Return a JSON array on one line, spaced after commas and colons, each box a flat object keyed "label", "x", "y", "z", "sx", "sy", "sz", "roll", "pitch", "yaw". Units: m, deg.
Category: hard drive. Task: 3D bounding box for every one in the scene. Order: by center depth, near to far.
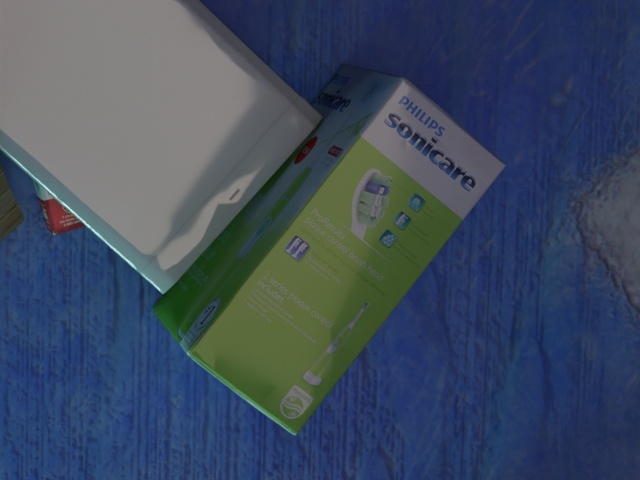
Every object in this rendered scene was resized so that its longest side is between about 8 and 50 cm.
[{"label": "hard drive", "x": -0.176, "y": -0.132, "z": 1.583, "sx": 0.307, "sy": 0.040, "sz": 0.203, "roll": 43, "pitch": 86, "yaw": -15}]

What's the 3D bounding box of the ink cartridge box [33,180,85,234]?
[{"label": "ink cartridge box", "x": -0.203, "y": -0.085, "z": 1.634, "sx": 0.099, "sy": 0.056, "sz": 0.135, "roll": -17, "pitch": 102, "yaw": -11}]

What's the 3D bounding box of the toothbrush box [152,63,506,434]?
[{"label": "toothbrush box", "x": 0.000, "y": 0.000, "z": 1.620, "sx": 0.122, "sy": 0.206, "sz": 0.283, "roll": 40, "pitch": 89, "yaw": -15}]

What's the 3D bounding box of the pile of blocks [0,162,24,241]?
[{"label": "pile of blocks", "x": -0.391, "y": 0.059, "z": 1.566, "sx": 0.362, "sy": 0.112, "sz": 0.149, "roll": -61, "pitch": 150, "yaw": -6}]
